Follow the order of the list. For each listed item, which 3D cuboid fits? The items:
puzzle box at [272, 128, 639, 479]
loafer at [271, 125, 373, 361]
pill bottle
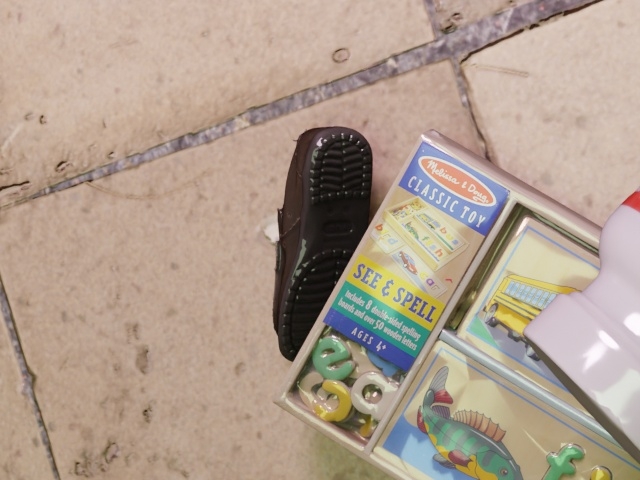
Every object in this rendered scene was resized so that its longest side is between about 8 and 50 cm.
[{"bbox_3d":[0.196,0.124,1.451,0.409,0.052,0.272,31,104,8],"label":"puzzle box"},{"bbox_3d":[0.000,0.000,1.535,0.080,0.078,0.220,3,108,-23],"label":"loafer"},{"bbox_3d":[0.337,0.006,1.280,0.363,0.210,0.210,-43,79,0],"label":"pill bottle"}]
